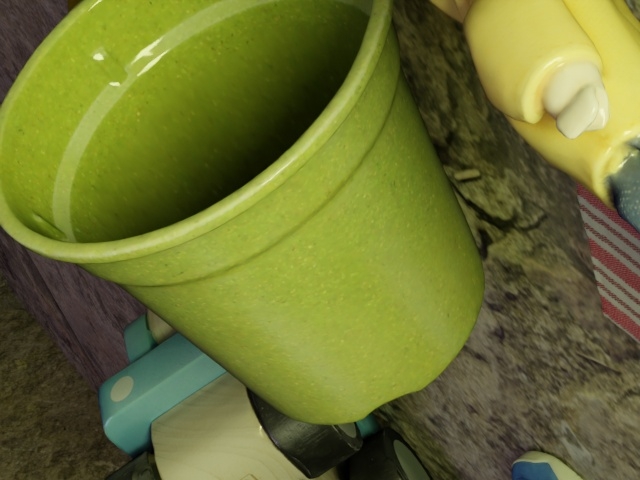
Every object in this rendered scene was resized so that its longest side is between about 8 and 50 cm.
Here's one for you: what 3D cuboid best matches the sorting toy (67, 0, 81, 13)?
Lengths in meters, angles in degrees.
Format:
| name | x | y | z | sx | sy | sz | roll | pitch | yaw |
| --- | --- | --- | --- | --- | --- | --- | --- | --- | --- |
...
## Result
| name | x | y | z | sx | sy | sz | roll | pitch | yaw |
| --- | --- | --- | --- | --- | --- | --- | --- | --- | --- |
| sorting toy | -0.121 | -0.081 | 1.388 | 0.307 | 0.041 | 0.229 | 62 | -164 | -19 |

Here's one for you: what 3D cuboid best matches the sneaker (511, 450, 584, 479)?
| name | x | y | z | sx | sy | sz | roll | pitch | yaw |
| --- | --- | --- | --- | --- | --- | --- | --- | --- | --- |
| sneaker | 0.169 | 0.217 | 1.221 | 0.152 | 0.084 | 0.058 | 37 | 156 | 50 |

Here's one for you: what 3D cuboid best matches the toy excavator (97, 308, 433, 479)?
| name | x | y | z | sx | sy | sz | roll | pitch | yaw |
| --- | --- | --- | --- | --- | --- | --- | --- | --- | --- |
| toy excavator | -0.120 | 0.094 | 1.594 | 0.433 | 0.222 | 0.445 | 46 | -167 | -38 |

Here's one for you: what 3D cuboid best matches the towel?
| name | x | y | z | sx | sy | sz | roll | pitch | yaw |
| --- | --- | --- | --- | --- | --- | --- | --- | --- | --- |
| towel | 0.192 | 0.016 | 0.853 | 0.144 | 0.029 | 0.197 | 43 | 163 | 39 |

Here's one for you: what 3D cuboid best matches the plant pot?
| name | x | y | z | sx | sy | sz | roll | pitch | yaw |
| --- | --- | --- | --- | --- | --- | --- | --- | --- | --- |
| plant pot | -0.025 | -0.024 | 1.045 | 0.276 | 0.276 | 0.254 | 37 | 168 | 50 |

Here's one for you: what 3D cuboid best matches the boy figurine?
| name | x | y | z | sx | sy | sz | roll | pitch | yaw |
| --- | --- | --- | --- | --- | --- | --- | --- | --- | --- |
| boy figurine | 0.131 | -0.065 | 0.699 | 0.177 | 0.092 | 0.285 | 11 | -138 | -52 |
